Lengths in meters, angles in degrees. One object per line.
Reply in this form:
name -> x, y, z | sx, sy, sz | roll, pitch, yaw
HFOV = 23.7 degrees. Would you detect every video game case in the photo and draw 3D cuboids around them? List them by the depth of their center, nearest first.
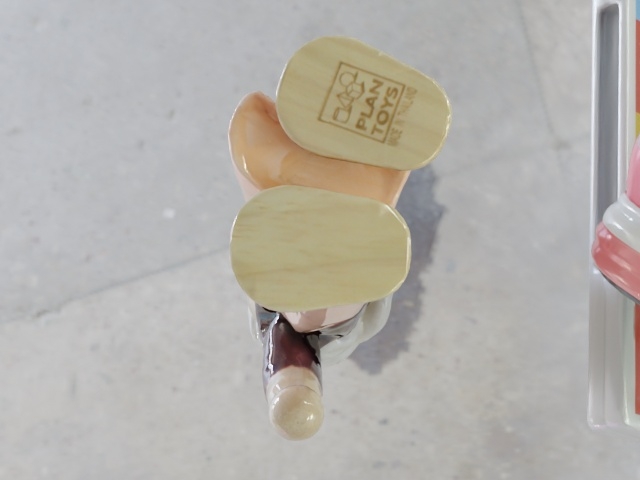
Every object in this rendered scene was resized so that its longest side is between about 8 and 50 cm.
video game case -> 0.209, -0.025, 0.788 | 0.025, 0.204, 0.285 | -15, 64, 46

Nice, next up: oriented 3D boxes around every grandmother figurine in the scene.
grandmother figurine -> 0.000, 0.000, 0.797 | 0.104, 0.342, 0.208 | 25, 76, 2

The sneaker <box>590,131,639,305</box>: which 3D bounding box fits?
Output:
sneaker -> 0.276, -0.028, 0.638 | 0.116, 0.314, 0.136 | -117, 31, -64
